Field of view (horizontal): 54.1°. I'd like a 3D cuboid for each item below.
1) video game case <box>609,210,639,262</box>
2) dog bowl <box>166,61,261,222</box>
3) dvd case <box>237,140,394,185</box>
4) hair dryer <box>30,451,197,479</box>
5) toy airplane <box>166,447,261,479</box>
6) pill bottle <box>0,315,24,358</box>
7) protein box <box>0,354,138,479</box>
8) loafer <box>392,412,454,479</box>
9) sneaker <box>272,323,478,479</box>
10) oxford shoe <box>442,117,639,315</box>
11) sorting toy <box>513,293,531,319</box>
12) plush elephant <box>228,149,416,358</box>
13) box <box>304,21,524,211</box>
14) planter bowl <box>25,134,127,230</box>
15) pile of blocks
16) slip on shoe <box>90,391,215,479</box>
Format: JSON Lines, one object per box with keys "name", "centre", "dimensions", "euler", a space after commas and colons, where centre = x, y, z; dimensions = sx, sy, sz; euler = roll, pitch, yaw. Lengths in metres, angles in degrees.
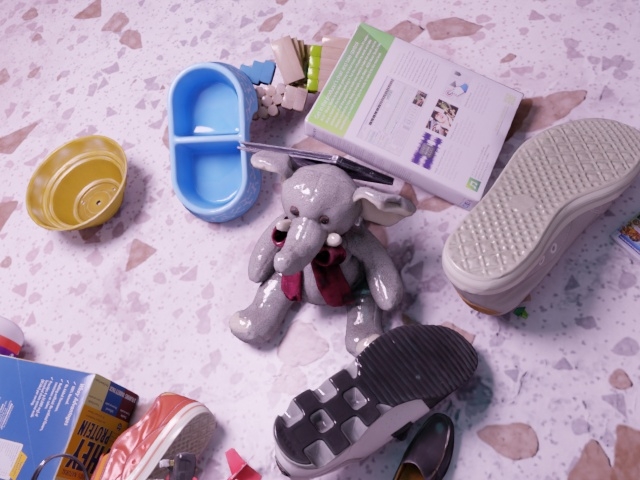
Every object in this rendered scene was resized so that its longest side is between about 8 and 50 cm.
{"name": "video game case", "centre": [0.522, -0.015, 0.960], "dimensions": [0.122, 0.011, 0.087], "euler": [-36, 60, -5]}
{"name": "dog bowl", "centre": [-0.197, -0.180, 1.134], "dimensions": [0.165, 0.074, 0.298], "euler": [-2, 94, 3]}
{"name": "dvd case", "centre": [-0.009, -0.130, 1.062], "dimensions": [0.221, 0.164, 0.018], "euler": [15, 92, 39]}
{"name": "hair dryer", "centre": [-0.270, 0.431, 0.838], "dimensions": [0.223, 0.080, 0.294], "euler": [-2, 77, -7]}
{"name": "toy airplane", "centre": [-0.152, 0.373, 0.927], "dimensions": [0.151, 0.028, 0.151], "euler": [0, 76, -2]}
{"name": "pill bottle", "centre": [-0.644, 0.271, 1.044], "dimensions": [0.181, 0.181, 0.323], "euler": [6, 65, 19]}
{"name": "protein box", "centre": [-0.437, 0.307, 0.990], "dimensions": [0.201, 0.136, 0.200], "euler": [6, 64, 19]}
{"name": "loafer", "centre": [0.138, 0.315, 0.864], "dimensions": [0.062, 0.061, 0.170], "euler": [18, 68, 25]}
{"name": "sneaker", "centre": [0.076, 0.232, 0.898], "dimensions": [0.330, 0.146, 0.122], "euler": [-22, 56, -22]}
{"name": "oxford shoe", "centre": [0.346, -0.047, 0.971], "dimensions": [0.169, 0.130, 0.449], "euler": [32, 60, 34]}
{"name": "sorting toy", "centre": [0.293, 0.086, 0.971], "dimensions": [0.061, 0.012, 0.083], "euler": [-9, 57, 6]}
{"name": "plush elephant", "centre": [0.000, 0.000, 0.959], "dimensions": [0.271, 0.255, 0.330], "euler": [14, 67, 22]}
{"name": "box", "centre": [0.162, -0.219, 1.086], "dimensions": [0.321, 0.058, 0.232], "euler": [26, 71, 3]}
{"name": "planter bowl", "centre": [-0.459, -0.094, 1.238], "dimensions": [0.217, 0.090, 0.217], "euler": [-7, 60, 13]}
{"name": "pile of blocks", "centre": [-0.083, -0.303, 1.220], "dimensions": [0.361, 0.112, 0.149], "euler": [-18, 99, 1]}
{"name": "slip on shoe", "centre": [-0.296, 0.369, 0.934], "dimensions": [0.101, 0.123, 0.331], "euler": [25, 66, 36]}
